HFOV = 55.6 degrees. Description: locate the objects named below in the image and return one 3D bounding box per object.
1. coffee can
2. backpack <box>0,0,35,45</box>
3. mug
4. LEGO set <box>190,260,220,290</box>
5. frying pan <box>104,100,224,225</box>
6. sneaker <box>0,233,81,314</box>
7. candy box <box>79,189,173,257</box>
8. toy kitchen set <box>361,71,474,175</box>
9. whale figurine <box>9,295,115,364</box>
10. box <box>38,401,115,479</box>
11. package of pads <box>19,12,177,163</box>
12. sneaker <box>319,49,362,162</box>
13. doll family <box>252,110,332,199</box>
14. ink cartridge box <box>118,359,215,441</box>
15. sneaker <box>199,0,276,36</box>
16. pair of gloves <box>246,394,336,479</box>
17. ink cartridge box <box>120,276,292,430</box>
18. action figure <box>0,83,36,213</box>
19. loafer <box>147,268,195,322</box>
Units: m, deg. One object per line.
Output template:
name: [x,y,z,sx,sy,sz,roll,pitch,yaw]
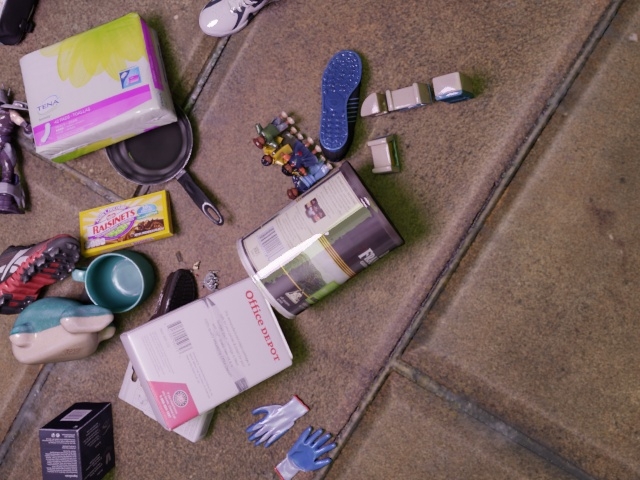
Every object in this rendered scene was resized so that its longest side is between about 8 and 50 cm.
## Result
coffee can: [0.000,0.000,1.221,0.275,0.201,0.201,-35,91,8]
backpack: [-0.739,-0.548,1.254,0.254,0.191,0.225,25,98,8]
mug: [-0.439,0.077,1.323,0.158,0.097,0.129,42,98,1]
LEGO set: [-0.254,0.084,1.342,0.083,0.023,0.054,26,98,2]
frying pan: [-0.310,-0.189,1.306,0.326,0.053,0.197,26,97,3]
sneaker: [-0.624,0.049,1.316,0.276,0.098,0.135,-35,58,25]
candy box: [-0.427,-0.037,1.328,0.206,0.027,0.105,-14,67,7]
toy kitchen set: [0.207,-0.232,1.239,0.207,0.122,0.165,-8,95,27]
whale figurine: [-0.539,0.171,1.278,0.272,0.216,0.141,-31,66,44]
box: [-0.534,0.460,1.340,0.093,0.156,0.158,-1,96,6]
package of pads: [-0.464,-0.316,1.255,0.297,0.101,0.229,-17,79,11]
sneaker: [0.038,-0.275,1.257,0.082,0.090,0.232,10,75,6]
doll family: [-0.065,-0.170,1.272,0.193,0.076,0.111,44,79,5]
ink cartridge box: [-0.333,0.321,1.372,0.225,0.056,0.180,22,98,22]
sneaker: [-0.153,-0.499,1.210,0.235,0.153,0.094,-21,91,7]
pair of gloves: [-0.069,0.442,1.361,0.159,0.023,0.198,-39,92,8]
ink cartridge box: [-0.229,0.224,1.242,0.283,0.117,0.207,-24,91,-26]
action figure: [-0.701,-0.199,1.327,0.186,0.099,0.284,2,92,12]
loafer: [-0.339,0.165,1.321,0.079,0.080,0.219,8,78,31]
